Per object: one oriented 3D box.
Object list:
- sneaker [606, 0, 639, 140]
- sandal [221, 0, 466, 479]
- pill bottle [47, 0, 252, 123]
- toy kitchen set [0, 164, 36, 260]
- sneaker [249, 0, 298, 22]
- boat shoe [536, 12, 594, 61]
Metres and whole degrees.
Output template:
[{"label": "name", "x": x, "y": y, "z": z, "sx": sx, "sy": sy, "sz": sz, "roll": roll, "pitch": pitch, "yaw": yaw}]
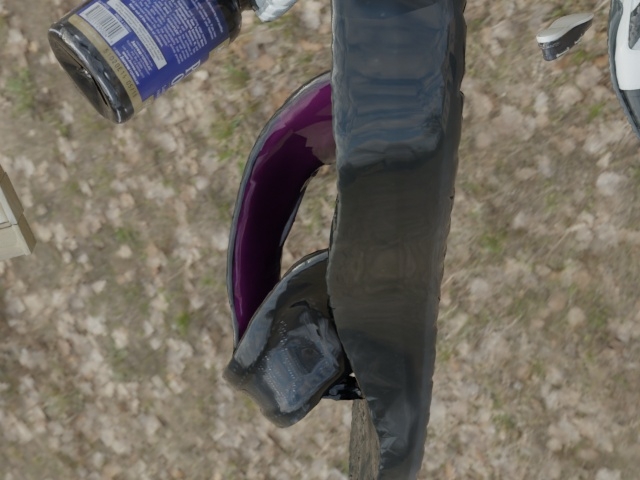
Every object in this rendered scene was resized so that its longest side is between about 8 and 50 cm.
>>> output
[{"label": "sneaker", "x": 0.365, "y": -0.236, "z": 1.023, "sx": 0.146, "sy": 0.122, "sz": 0.330, "roll": 12, "pitch": 117, "yaw": 46}, {"label": "sandal", "x": 0.000, "y": -0.003, "z": 0.503, "sx": 0.107, "sy": 0.167, "sz": 0.445, "roll": 0, "pitch": 148, "yaw": 2}, {"label": "pill bottle", "x": -0.161, "y": -0.230, "z": 1.103, "sx": 0.123, "sy": 0.219, "sz": 0.123, "roll": 45, "pitch": 163, "yaw": 18}, {"label": "toy kitchen set", "x": -0.227, "y": -0.009, "z": 0.647, "sx": 0.068, "sy": 0.075, "sz": 0.083, "roll": -14, "pitch": 119, "yaw": 7}, {"label": "sneaker", "x": -0.045, "y": -0.293, "z": 0.996, "sx": 0.132, "sy": 0.086, "sz": 0.229, "roll": 45, "pitch": 162, "yaw": -12}, {"label": "boat shoe", "x": 0.335, "y": -0.278, "z": 1.445, "sx": 0.046, "sy": 0.125, "sz": 0.038, "roll": 3, "pitch": 117, "yaw": 39}]
